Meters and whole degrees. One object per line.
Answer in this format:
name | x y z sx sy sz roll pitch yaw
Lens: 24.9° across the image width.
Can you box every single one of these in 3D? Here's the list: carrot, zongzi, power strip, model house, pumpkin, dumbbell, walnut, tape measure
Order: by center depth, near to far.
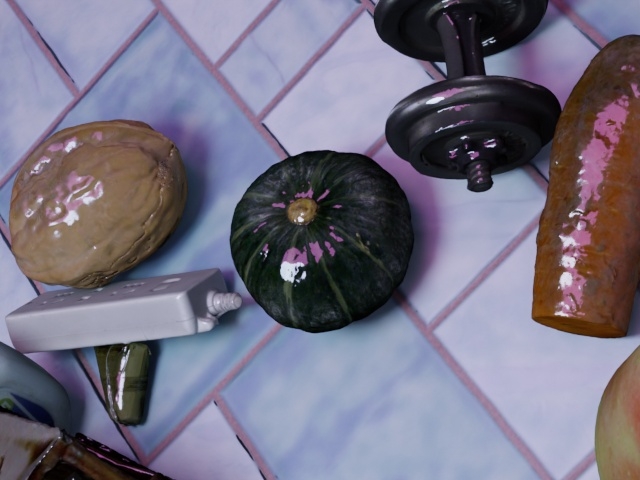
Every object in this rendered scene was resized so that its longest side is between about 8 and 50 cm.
carrot | 0.289 -0.057 1.455 0.138 0.138 0.302 10 78 36
dumbbell | 0.157 -0.186 1.553 0.192 0.192 0.290 -17 64 27
model house | -0.289 0.349 1.590 0.317 0.282 0.297 -56 30 -1
pumpkin | 0.001 0.000 1.612 0.211 0.152 0.212 -12 52 16
tape measure | -0.423 0.241 1.750 0.125 0.243 0.246 30 70 35
power strip | -0.241 0.087 1.767 0.338 0.098 0.058 -8 104 30
zongzi | -0.256 0.173 1.782 0.113 0.052 0.104 -1 77 47
walnut | -0.275 -0.048 1.789 0.245 0.198 0.198 -36 56 9

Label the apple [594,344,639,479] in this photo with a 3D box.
apple | 0.390 0.163 1.197 0.319 0.319 0.277 -42 75 14
